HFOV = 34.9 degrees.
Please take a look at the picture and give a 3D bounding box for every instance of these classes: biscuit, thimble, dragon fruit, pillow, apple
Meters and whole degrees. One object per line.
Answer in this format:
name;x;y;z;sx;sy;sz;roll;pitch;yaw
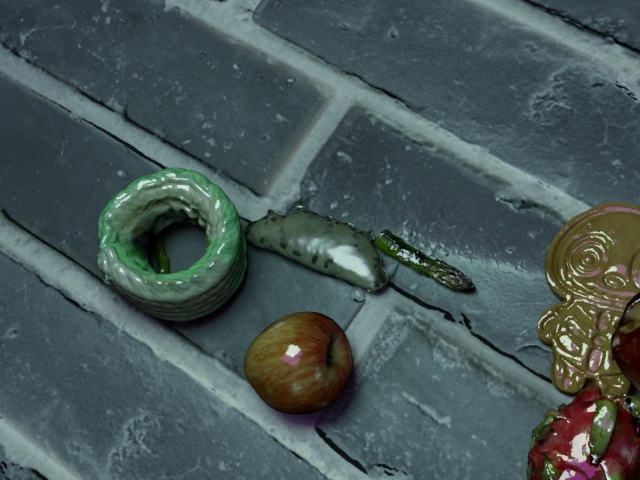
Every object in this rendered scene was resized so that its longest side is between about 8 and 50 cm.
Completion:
biscuit;0.400;0.082;1.411;0.202;0.044;0.288;18;73;19
thimble;-0.220;0.012;1.504;0.219;0.150;0.219;0;67;1
dragon fruit;0.347;0.271;1.289;0.160;0.166;0.172;20;84;-26
pillow;0.001;0.000;1.527;0.241;0.051;0.093;22;82;21
apple;-0.032;0.173;1.424;0.131;0.146;0.146;-18;66;28

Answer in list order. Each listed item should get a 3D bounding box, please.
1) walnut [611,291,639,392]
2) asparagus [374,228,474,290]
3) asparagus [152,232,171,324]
walnut;0.524;0.128;1.277;0.269;0.221;0.244;35;50;9
asparagus;0.154;0.033;1.491;0.165;0.030;0.036;28;51;21
asparagus;-0.255;0.017;1.597;0.025;0.024;0.248;-39;57;45
